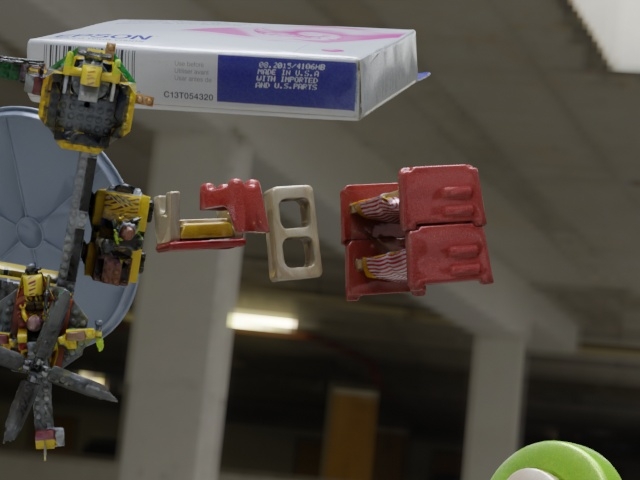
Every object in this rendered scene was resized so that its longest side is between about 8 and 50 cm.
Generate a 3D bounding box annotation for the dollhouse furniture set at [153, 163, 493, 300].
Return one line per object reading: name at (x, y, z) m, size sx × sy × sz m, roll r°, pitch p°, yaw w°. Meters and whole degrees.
dollhouse furniture set at (0.000, 0.000, 2.283) m, size 0.374 × 0.152 × 0.201 m, roll -4°, pitch -4°, yaw -22°

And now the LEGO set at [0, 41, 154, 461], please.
LEGO set at (-0.260, -0.027, 1.121) m, size 0.331 × 0.255 × 0.192 m, roll 17°, pitch 10°, yaw -9°

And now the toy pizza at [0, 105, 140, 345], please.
toy pizza at (-0.221, -0.010, 1.452) m, size 0.201 × 0.201 × 0.032 m, roll 0°, pitch 17°, yaw 29°

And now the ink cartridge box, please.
ink cartridge box at (-0.078, -0.180, 1.817) m, size 0.324 × 0.071 × 0.330 m, roll 4°, pitch 14°, yaw 14°

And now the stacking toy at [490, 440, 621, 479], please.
stacking toy at (0.115, 0.297, 1.476) m, size 0.309 × 0.280 × 0.130 m, roll -17°, pitch -28°, yaw 31°
